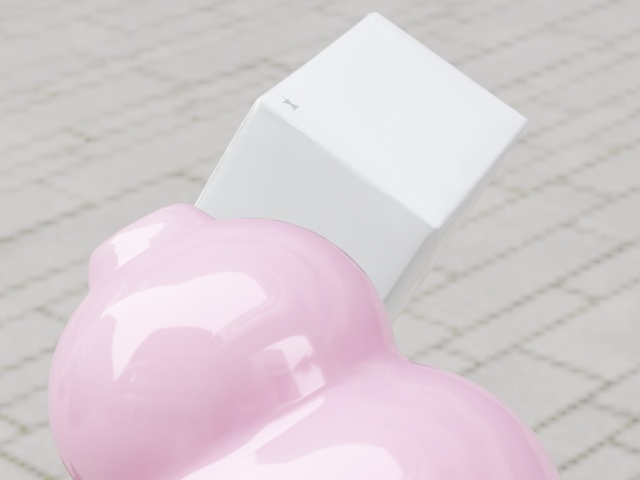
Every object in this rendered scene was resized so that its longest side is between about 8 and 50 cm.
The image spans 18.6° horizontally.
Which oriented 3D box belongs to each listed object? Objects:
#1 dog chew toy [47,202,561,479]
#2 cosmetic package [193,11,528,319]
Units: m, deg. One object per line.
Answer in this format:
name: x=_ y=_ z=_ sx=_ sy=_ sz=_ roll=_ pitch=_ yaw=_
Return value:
dog chew toy: x=0.016 y=0.138 z=0.698 sx=0.206 sy=0.332 sz=0.206 roll=-29 pitch=-6 yaw=-3
cosmetic package: x=0.000 y=0.000 z=1.261 sx=0.138 sy=0.225 sz=0.224 roll=34 pitch=28 yaw=5
